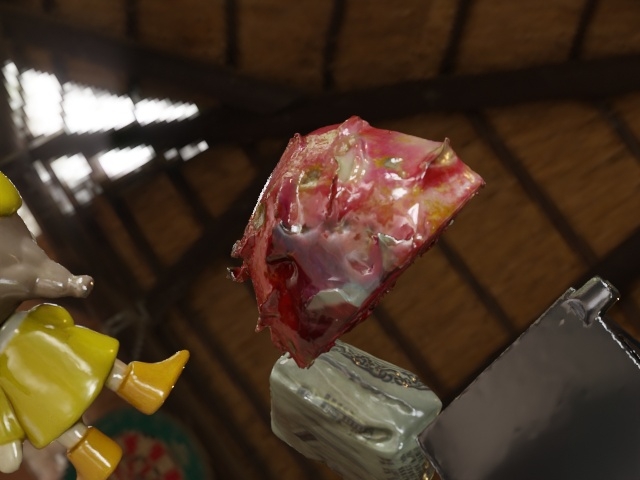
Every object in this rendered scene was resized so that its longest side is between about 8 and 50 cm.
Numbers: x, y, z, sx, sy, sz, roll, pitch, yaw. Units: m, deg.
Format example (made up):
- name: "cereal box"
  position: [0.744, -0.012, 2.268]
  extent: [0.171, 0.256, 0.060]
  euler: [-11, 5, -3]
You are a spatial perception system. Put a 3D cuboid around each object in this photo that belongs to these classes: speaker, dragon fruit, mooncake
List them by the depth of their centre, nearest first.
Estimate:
- name: "dragon fruit"
  position: [-0.008, -0.001, 1.363]
  extent: [0.161, 0.126, 0.274]
  euler: [47, -60, 7]
- name: "speaker"
  position: [0.271, 0.208, 1.519]
  extent: [0.184, 0.254, 0.232]
  euler: [36, 12, -43]
- name: "mooncake"
  position: [0.054, 0.241, 2.188]
  extent: [0.250, 0.136, 0.254]
  euler: [29, -25, 15]

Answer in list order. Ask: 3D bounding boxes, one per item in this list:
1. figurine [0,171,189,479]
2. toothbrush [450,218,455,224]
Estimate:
- name: "figurine"
  position: [-0.290, 0.067, 1.389]
  extent: [0.343, 0.215, 0.187]
  euler: [38, -24, -18]
- name: "toothbrush"
  position: [0.121, -0.054, 1.811]
  extent: [0.022, 0.026, 0.263]
  euler: [64, 11, 19]
